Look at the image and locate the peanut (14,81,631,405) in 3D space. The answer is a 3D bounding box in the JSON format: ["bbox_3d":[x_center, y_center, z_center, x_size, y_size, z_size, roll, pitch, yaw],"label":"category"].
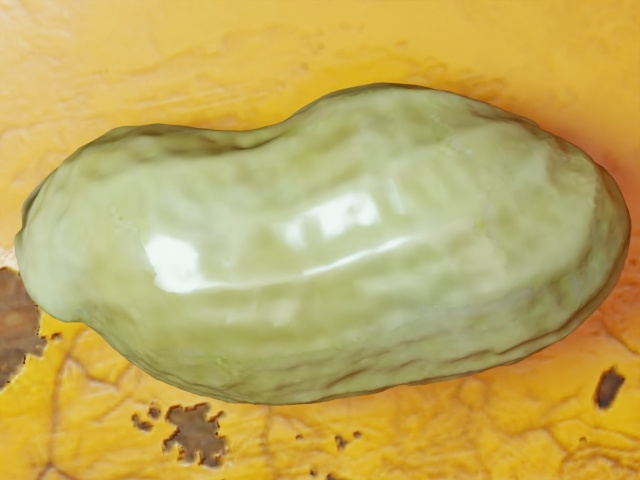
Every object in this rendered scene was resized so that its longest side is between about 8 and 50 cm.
[{"bbox_3d":[0.001,0.006,0.979,0.340,0.158,0.174,-13,103,-1],"label":"peanut"}]
